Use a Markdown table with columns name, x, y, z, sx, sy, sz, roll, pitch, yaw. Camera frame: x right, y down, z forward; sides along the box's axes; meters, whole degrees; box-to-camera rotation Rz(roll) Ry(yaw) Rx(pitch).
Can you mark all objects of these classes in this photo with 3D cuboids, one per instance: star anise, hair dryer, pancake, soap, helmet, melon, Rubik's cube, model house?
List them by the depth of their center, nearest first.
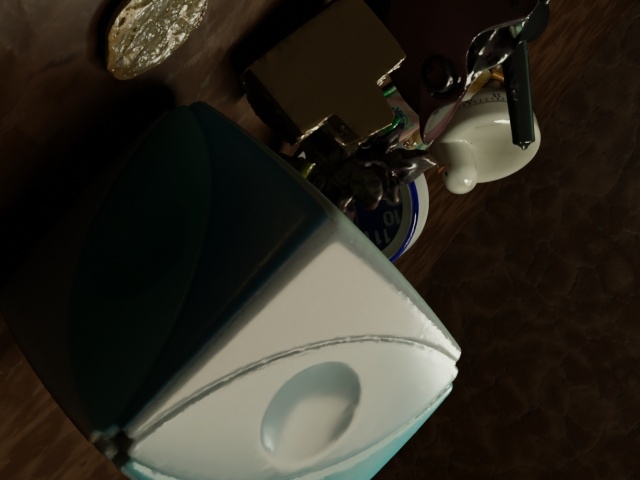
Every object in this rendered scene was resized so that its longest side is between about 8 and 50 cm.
| name | x | y | z | sx | sy | sz | roll | pitch | yaw |
| --- | --- | --- | --- | --- | --- | --- | --- | --- | --- |
| pancake | -0.160 | -0.221 | 1.204 | 0.151 | 0.025 | 0.152 | -45 | 167 | -13 |
| Rubik's cube | -0.101 | 0.101 | 1.378 | 0.351 | 0.347 | 0.352 | -44 | 134 | -6 |
| model house | 0.003 | -0.197 | 1.583 | 0.181 | 0.176 | 0.248 | -38 | -172 | -6 |
| helmet | 0.188 | -0.319 | 1.733 | 0.338 | 0.197 | 0.271 | -50 | 177 | 34 |
| star anise | 0.024 | -0.098 | 1.798 | 0.282 | 0.212 | 0.129 | -16 | 141 | 18 |
| hair dryer | 0.333 | -0.306 | 2.164 | 0.116 | 0.303 | 0.244 | -7 | -174 | 26 |
| soap | 0.134 | -0.191 | 2.167 | 0.273 | 0.098 | 0.218 | -36 | 162 | -47 |
| melon | 0.283 | -0.329 | 2.305 | 0.139 | 0.093 | 0.202 | -53 | 175 | -24 |

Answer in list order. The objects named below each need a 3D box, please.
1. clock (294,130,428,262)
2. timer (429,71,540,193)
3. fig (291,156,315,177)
| name | x | y | z | sx | sy | sz | roll | pitch | yaw |
| --- | --- | --- | --- | --- | --- | --- | --- | --- | --- |
| clock | 0.055 | -0.064 | 1.960 | 0.230 | 0.230 | 0.083 | -55 | 171 | 24 |
| timer | 0.339 | -0.198 | 2.542 | 0.233 | 0.240 | 0.233 | -6 | 147 | -4 |
| fig | -0.114 | 0.028 | 1.712 | 0.314 | 0.233 | 0.233 | -65 | 169 | -4 |
